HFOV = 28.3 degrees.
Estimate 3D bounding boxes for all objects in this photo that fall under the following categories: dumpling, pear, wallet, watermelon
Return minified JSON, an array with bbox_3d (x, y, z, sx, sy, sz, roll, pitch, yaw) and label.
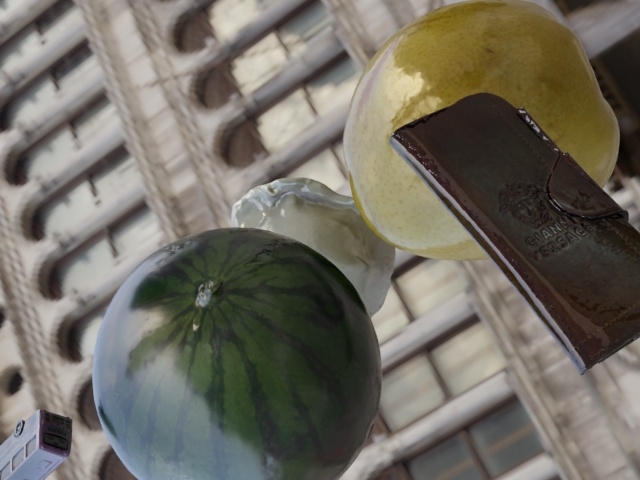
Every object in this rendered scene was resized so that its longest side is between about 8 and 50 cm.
[{"bbox_3d":[0.000,0.000,1.609,0.229,0.151,0.124,38,-173,-4],"label":"dumpling"},{"bbox_3d":[0.178,-0.127,1.460,0.314,0.314,0.314,49,-162,-23],"label":"pear"},{"bbox_3d":[0.181,-0.020,1.047,0.255,0.137,0.031,51,151,19],"label":"wallet"},{"bbox_3d":[-0.069,0.108,1.042,0.242,0.242,0.242,49,-162,-23],"label":"watermelon"}]

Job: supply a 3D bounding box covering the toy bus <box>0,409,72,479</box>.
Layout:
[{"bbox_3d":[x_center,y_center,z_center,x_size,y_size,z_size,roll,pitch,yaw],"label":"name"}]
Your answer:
[{"bbox_3d":[-0.259,0.194,1.093,0.037,0.131,0.052,23,-139,-32],"label":"toy bus"}]
